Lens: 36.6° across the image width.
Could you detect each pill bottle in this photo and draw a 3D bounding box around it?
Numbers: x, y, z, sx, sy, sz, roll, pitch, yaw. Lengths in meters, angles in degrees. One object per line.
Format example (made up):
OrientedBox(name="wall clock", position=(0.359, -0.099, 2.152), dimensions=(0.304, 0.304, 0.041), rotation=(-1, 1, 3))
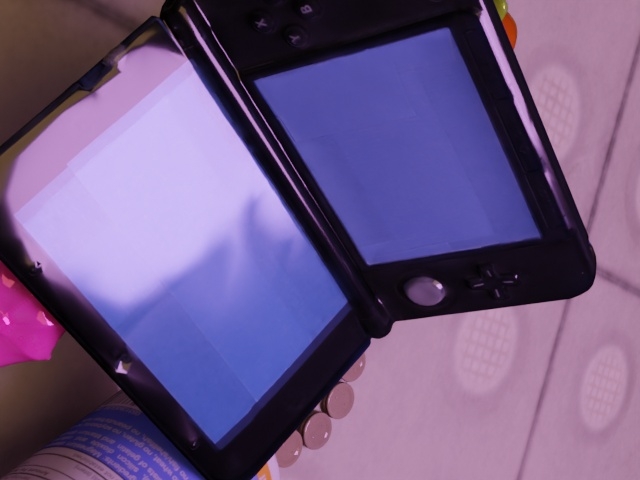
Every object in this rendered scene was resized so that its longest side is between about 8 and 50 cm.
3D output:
OrientedBox(name="pill bottle", position=(-0.159, 0.211, 0.644), dimensions=(0.272, 0.152, 0.152), rotation=(-37, 122, -50))

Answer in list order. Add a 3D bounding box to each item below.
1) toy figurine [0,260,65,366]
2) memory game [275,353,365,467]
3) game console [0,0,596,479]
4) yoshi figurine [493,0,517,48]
OrientedBox(name="toy figurine", position=(-0.198, 0.018, 0.609), dimensions=(0.173, 0.159, 0.130), rotation=(-44, 124, -29))
OrientedBox(name="memory game", position=(-0.026, 0.116, 0.887), dimensions=(0.186, 0.012, 0.186), rotation=(-8, 102, -41))
OrientedBox(name="game console", position=(0.000, 0.000, 0.567), dimensions=(0.293, 0.250, 0.173), rotation=(57, 36, -36))
OrientedBox(name="yoshi figurine", position=(0.011, -0.140, 0.802), dimensions=(0.362, 0.204, 0.203), rotation=(-42, 158, -44))
